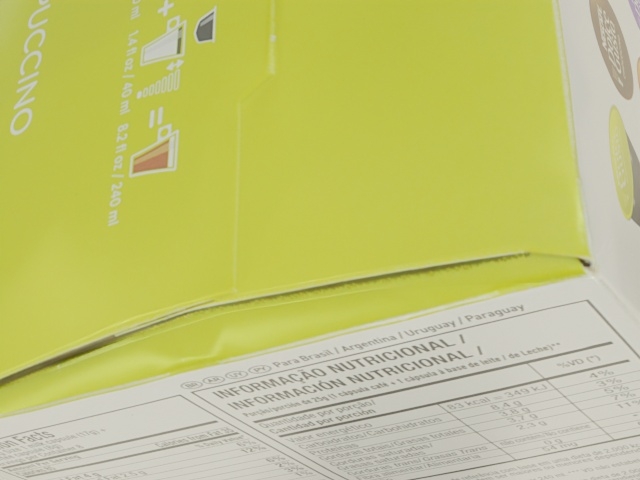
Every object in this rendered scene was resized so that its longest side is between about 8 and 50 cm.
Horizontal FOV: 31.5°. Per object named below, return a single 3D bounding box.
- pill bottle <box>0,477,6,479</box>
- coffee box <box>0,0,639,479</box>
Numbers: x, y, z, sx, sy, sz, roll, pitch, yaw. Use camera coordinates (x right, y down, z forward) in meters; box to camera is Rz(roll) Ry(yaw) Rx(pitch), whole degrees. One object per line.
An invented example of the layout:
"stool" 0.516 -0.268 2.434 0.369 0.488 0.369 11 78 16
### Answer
"pill bottle" -0.371 0.163 1.300 0.162 0.162 0.278 -17 85 9
"coffee box" 0.032 -0.028 0.641 0.338 0.334 0.337 -16 57 27
